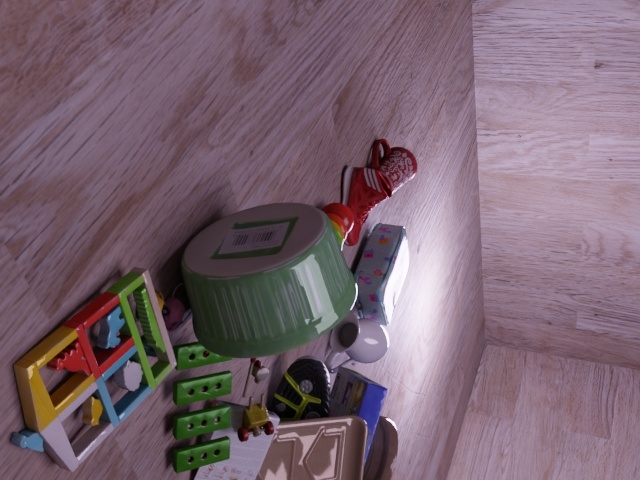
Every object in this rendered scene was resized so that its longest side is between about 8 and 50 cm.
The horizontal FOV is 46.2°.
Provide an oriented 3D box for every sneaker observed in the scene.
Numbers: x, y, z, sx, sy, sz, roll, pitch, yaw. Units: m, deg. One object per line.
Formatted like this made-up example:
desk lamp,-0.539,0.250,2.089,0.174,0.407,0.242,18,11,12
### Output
sneaker,-0.044,0.446,1.801,0.147,0.145,0.385,-72,167,-72
sneaker,0.122,-0.086,2.010,0.087,0.128,0.221,-36,129,-61

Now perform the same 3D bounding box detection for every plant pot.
plant pot,0.103,0.574,1.998,0.237,0.109,0.237,-57,-159,35

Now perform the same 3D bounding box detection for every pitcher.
pitcher,0.097,0.298,2.104,0.207,0.125,0.178,27,92,-55

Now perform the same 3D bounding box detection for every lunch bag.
lunch bag,0.181,0.107,2.237,0.224,0.107,0.279,76,32,-51

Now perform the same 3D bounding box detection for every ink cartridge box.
ink cartridge box,-0.176,0.416,1.493,0.145,0.045,0.179,22,93,-36

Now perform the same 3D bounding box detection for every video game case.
video game case,0.068,0.475,1.913,0.244,0.061,0.270,-179,-73,-75

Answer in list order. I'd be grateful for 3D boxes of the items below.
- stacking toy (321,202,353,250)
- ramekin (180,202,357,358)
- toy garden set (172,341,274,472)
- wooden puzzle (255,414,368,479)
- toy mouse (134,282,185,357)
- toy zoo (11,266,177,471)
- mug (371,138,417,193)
stacking toy,0.000,0.000,1.765,0.330,0.141,0.141,-59,148,-57
ramekin,-0.097,0.055,1.319,0.303,0.303,0.148,-53,135,-51
toy garden set,-0.181,0.287,1.392,0.203,0.049,0.245,-6,108,-33
wooden puzzle,-0.071,0.545,1.641,0.347,0.080,0.322,4,93,-32
toy mouse,-0.264,0.147,1.275,0.161,0.031,0.143,-55,145,-49
toy zoo,-0.330,0.196,1.096,0.293,0.030,0.193,-46,135,-47
mug,0.188,-0.205,2.206,0.113,0.150,0.169,-54,175,40
